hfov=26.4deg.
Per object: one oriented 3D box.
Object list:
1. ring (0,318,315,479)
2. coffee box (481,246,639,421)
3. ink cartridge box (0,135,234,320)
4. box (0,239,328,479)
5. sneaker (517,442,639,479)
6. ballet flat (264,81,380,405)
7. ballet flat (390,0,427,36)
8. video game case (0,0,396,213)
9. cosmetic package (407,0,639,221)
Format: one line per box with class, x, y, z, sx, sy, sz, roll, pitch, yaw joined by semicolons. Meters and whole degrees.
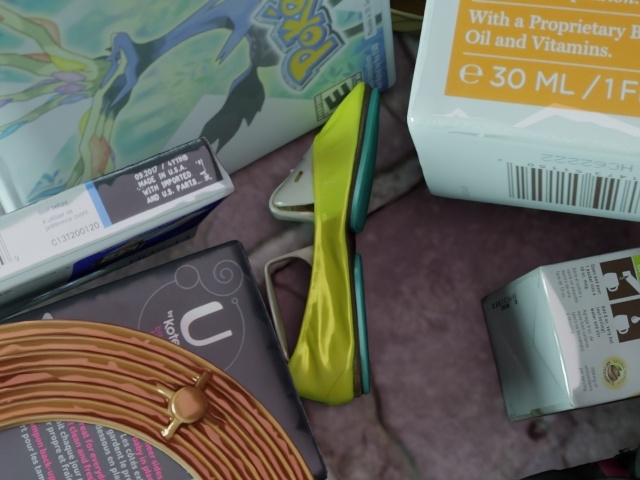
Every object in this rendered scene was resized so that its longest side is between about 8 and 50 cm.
ring;-0.150;0.212;0.773;0.337;0.032;0.336;1;82;-10
coffee box;0.257;0.053;0.960;0.247;0.141;0.098;-11;82;-11
ink cartridge box;-0.167;0.007;0.860;0.206;0.208;0.045;-24;87;-14
box;-0.156;0.125;0.873;0.270;0.143;0.165;-19;85;-12
sneaker;0.224;0.178;0.880;0.483;0.202;0.185;-18;51;-18
ballet flat;0.000;0.000;0.960;0.077;0.077;0.231;2;85;6
ballet flat;0.101;-0.184;1.010;0.232;0.073;0.080;2;77;-10
video game case;-0.091;-0.148;0.855;0.300;0.329;0.036;-30;57;-13
cosmetic package;0.208;-0.250;0.892;0.230;0.161;0.453;7;77;11
